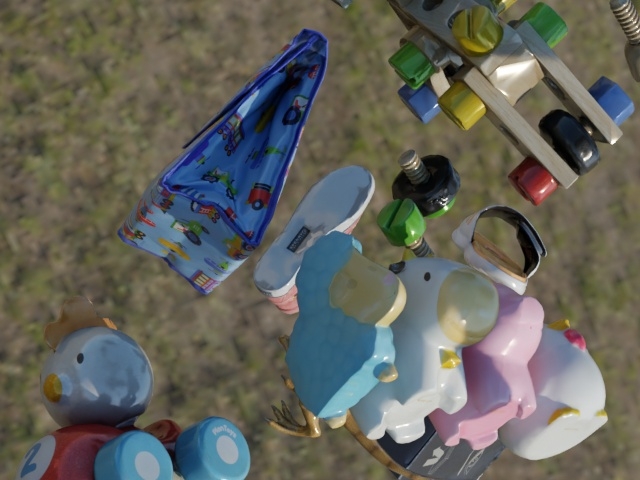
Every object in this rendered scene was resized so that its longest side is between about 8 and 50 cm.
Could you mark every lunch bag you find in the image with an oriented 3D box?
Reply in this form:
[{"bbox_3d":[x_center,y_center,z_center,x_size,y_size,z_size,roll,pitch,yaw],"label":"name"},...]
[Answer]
[{"bbox_3d":[-0.086,-0.111,2.155,0.138,0.221,0.293,34,66,-7],"label":"lunch bag"}]

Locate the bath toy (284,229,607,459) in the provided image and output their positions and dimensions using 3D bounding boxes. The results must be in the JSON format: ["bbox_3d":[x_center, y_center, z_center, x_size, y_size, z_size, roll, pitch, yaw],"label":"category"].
[{"bbox_3d":[0.116,0.087,1.496,0.348,0.151,0.129,19,39,-50],"label":"bath toy"}]

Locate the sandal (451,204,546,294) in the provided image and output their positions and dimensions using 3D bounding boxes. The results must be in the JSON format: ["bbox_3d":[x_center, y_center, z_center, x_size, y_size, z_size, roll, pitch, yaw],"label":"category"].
[{"bbox_3d":[0.216,0.006,2.115,0.102,0.076,0.265,34,6,-4],"label":"sandal"}]

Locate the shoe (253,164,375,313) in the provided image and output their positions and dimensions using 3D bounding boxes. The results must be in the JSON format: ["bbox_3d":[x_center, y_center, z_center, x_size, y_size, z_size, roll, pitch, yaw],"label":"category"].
[{"bbox_3d":[0.000,0.000,2.025,0.063,0.178,0.081,36,-9,27],"label":"shoe"}]

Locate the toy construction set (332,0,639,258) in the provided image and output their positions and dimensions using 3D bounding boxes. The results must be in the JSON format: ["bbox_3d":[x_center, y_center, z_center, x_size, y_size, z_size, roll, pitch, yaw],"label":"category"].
[{"bbox_3d":[0.145,-0.187,1.485,0.237,0.309,0.257,54,19,-34],"label":"toy construction set"}]

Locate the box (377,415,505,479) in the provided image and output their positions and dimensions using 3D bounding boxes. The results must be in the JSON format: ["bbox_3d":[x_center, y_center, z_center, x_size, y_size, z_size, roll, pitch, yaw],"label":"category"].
[{"bbox_3d":[0.131,0.149,1.789,0.093,0.156,0.158,45,16,29],"label":"box"}]

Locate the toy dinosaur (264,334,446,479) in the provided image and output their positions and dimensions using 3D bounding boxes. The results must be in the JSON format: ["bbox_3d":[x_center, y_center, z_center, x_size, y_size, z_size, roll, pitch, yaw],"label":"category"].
[{"bbox_3d":[0.014,0.131,1.500,0.064,0.112,0.211,-32,96,-43],"label":"toy dinosaur"}]

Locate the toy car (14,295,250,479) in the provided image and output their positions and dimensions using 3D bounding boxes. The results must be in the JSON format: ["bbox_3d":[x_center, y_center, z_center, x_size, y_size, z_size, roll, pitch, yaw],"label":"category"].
[{"bbox_3d":[-0.228,0.170,1.818,0.210,0.219,0.238,-4,69,-51],"label":"toy car"}]
